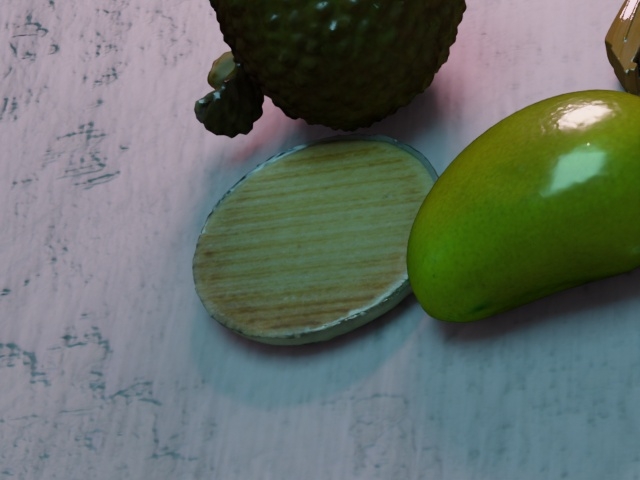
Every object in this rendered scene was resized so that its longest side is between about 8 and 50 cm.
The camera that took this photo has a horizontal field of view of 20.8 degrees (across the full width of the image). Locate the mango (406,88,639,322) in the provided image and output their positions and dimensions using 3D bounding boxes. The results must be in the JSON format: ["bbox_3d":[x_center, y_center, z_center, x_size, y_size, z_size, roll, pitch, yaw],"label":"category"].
[{"bbox_3d":[0.199,-0.038,1.542,0.273,0.149,0.185,-20,43,18],"label":"mango"}]

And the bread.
[{"bbox_3d":[0.000,0.000,1.682,0.267,0.040,0.267,-14,44,14],"label":"bread"}]

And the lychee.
[{"bbox_3d":[0.014,-0.243,1.752,0.270,0.320,0.270,7,52,-9],"label":"lychee"}]

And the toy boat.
[{"bbox_3d":[0.343,-0.223,1.716,0.077,0.057,0.200,17,58,30],"label":"toy boat"}]
